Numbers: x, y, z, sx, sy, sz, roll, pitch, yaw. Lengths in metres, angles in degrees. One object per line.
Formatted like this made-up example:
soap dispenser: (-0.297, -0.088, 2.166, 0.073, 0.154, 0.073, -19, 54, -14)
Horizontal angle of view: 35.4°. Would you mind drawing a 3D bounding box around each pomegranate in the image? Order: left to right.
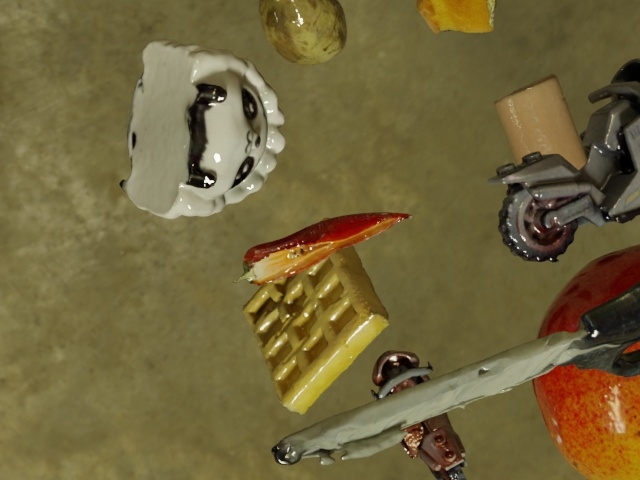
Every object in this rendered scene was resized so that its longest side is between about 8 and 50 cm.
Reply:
pomegranate: (0.297, 0.129, 0.856, 0.221, 0.221, 0.256, -29, 76, 28)

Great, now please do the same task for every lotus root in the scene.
lotus root: (-0.035, -0.359, 1.602, 0.138, 0.214, 0.138, -7, 68, 18)

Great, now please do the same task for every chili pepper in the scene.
chili pepper: (0.000, 0.000, 0.917, 0.178, 0.027, 0.045, -21, 140, -7)

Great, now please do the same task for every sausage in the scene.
sausage: (0.405, -0.157, 1.781, 0.123, 0.123, 0.253, -19, 99, 26)

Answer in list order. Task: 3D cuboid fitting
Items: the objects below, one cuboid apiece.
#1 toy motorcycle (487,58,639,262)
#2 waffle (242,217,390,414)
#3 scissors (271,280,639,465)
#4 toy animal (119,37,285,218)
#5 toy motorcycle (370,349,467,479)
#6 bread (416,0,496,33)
toy motorcycle: (0.230, -0.069, 0.807, 0.215, 0.080, 0.122, -24, 99, -17)
waffle: (-0.013, 0.113, 1.577, 0.055, 0.248, 0.221, 24, 116, -37)
scissors: (0.109, 0.053, 0.466, 0.022, 0.300, 0.109, 55, 144, 30)
toy animal: (-0.139, -0.134, 1.221, 0.204, 0.156, 0.208, 16, 103, 44)
toy motorcycle: (0.122, 0.218, 1.261, 0.084, 0.212, 0.118, -26, 136, -8)
bread: (0.213, -0.443, 1.530, 0.129, 0.134, 0.260, 14, 105, 26)
